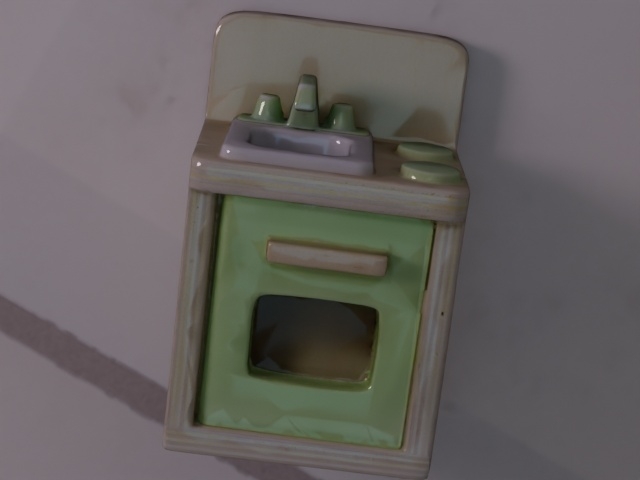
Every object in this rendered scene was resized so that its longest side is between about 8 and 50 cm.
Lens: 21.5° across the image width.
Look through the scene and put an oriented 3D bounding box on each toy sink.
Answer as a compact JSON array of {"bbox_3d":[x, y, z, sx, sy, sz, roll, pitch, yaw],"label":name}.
[{"bbox_3d":[0.000,0.000,0.950,0.153,0.131,0.234,8,104,-2],"label":"toy sink"}]
